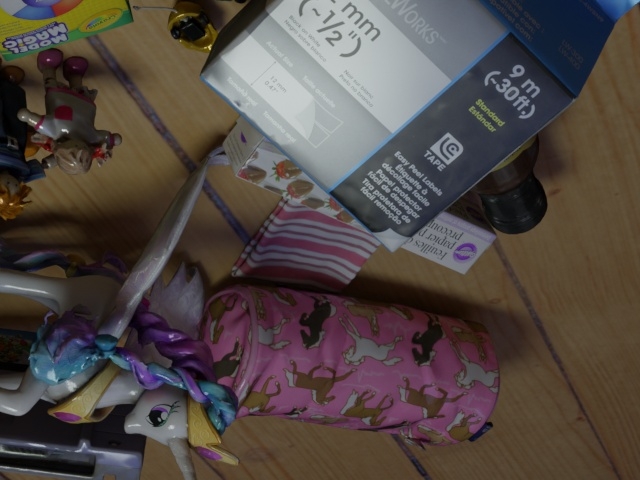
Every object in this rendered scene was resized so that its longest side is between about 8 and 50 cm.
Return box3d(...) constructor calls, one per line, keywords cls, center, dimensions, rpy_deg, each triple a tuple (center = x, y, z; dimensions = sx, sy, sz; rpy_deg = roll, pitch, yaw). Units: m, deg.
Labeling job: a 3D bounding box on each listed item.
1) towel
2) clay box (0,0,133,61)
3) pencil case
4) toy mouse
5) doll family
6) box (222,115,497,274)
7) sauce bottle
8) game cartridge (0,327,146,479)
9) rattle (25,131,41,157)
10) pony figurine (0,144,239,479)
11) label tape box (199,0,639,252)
box3d(cls="towel", center=(0.000, 0.000, 2.019), dimensions=(0.144, 0.029, 0.197), rpy_deg=(11, 141, -26))
box3d(cls="clay box", center=(-0.245, -0.235, 1.568), dimensions=(0.127, 0.053, 0.222), rpy_deg=(-18, 154, -1))
box3d(cls="pencil case", center=(0.029, 0.153, 2.116), dimensions=(0.386, 0.167, 0.160), rpy_deg=(12, 158, -33))
box3d(cls="toy mouse", center=(-0.073, -0.225, 1.675), dimensions=(0.143, 0.031, 0.161), rpy_deg=(-27, 142, 24))
box3d(cls="doll family", center=(-0.325, -0.105, 1.667), dimensions=(0.263, 0.163, 0.118), rpy_deg=(16, 138, -32))
box3d(cls="box", center=(0.045, -0.053, 1.893), dimensions=(0.324, 0.067, 0.063), rpy_deg=(23, 116, -32))
box3d(cls="sauce bottle", center=(0.161, -0.121, 1.817), dimensions=(0.111, 0.111, 0.344), rpy_deg=(-17, 147, 10))
box3d(cls="game cartridge", center=(-0.365, 0.171, 1.964), dimensions=(0.355, 0.230, 0.068), rpy_deg=(7, 119, -4))
box3d(cls="rattle", center=(-0.344, -0.005, 1.762), dimensions=(0.130, 0.200, 0.143), rpy_deg=(-15, 173, 30))
box3d(cls="pony figurine", center=(-0.234, 0.086, 1.862), dimensions=(0.363, 0.351, 0.303), rpy_deg=(10, 141, 4))
box3d(cls="label tape box", center=(0.101, -0.191, 1.575), dimensions=(0.249, 0.115, 0.347), rpy_deg=(43, 118, -14))
